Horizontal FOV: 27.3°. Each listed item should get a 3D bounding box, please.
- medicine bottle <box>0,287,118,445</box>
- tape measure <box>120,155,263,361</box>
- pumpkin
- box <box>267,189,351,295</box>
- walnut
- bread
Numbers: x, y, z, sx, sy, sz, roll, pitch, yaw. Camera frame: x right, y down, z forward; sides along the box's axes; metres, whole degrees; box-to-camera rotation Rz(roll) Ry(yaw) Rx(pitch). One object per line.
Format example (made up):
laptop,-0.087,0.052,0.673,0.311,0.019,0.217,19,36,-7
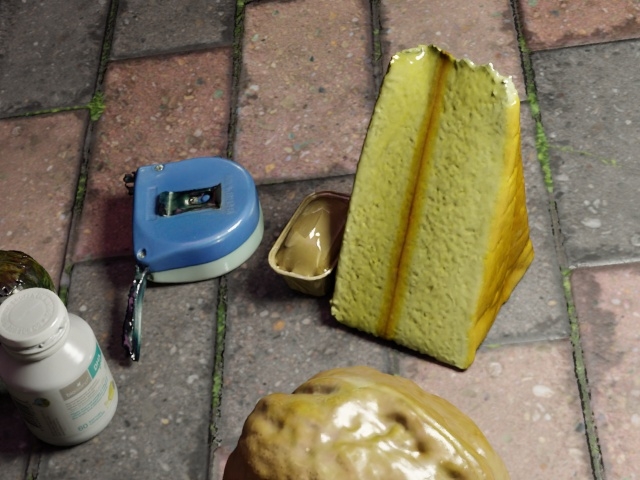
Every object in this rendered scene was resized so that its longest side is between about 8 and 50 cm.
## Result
medicine bottle,-0.361,0.167,1.773,0.135,0.215,0.135,-6,46,6
tape measure,-0.194,0.014,1.971,0.215,0.098,0.351,-10,48,5
pumpkin,-0.494,0.105,1.882,0.238,0.159,0.238,-26,25,13
box,0.000,0.000,1.933,0.111,0.111,0.177,13,51,23
walnut,0.065,0.304,1.502,0.344,0.306,0.306,37,62,21
bread,0.141,-0.058,1.780,0.233,0.362,0.245,18,51,26
